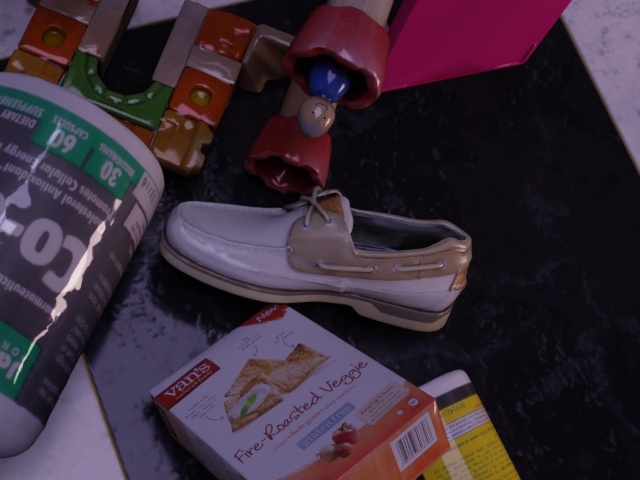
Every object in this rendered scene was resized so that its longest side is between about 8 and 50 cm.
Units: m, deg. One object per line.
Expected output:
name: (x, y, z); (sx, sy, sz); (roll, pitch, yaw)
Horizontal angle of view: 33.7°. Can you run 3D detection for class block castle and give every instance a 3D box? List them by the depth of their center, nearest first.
block castle: (-0.173, -0.202, 0.959); (0.453, 0.303, 0.213); (21, 68, -5)

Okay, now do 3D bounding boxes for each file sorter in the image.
file sorter: (0.148, -0.315, 1.089); (0.202, 0.290, 0.182); (-13, 72, -18)

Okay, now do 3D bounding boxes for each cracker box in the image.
cracker box: (-0.024, 0.155, 0.922); (0.156, 0.232, 0.067); (-36, 126, -23)

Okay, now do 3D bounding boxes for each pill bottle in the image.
pill bottle: (-0.294, 0.056, 0.891); (0.204, 0.204, 0.361); (25, 67, -5)
pill bottle: (0.128, 0.236, 0.979); (0.119, 0.119, 0.208); (-22, 77, -20)

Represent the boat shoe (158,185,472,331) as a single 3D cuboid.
boat shoe: (0.000, 0.000, 1.020); (0.302, 0.103, 0.113); (11, 32, -17)
